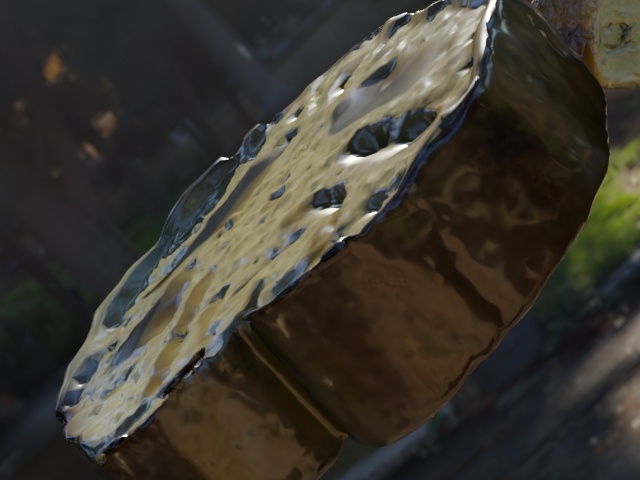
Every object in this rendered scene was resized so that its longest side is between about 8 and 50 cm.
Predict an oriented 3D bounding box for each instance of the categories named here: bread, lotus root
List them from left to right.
[{"bbox_3d":[0.000,0.000,0.980,0.390,0.111,0.375,-36,23,38],"label":"lotus root"},{"bbox_3d":[0.204,-0.153,1.287,0.076,0.083,0.070,-4,5,-26],"label":"bread"}]
